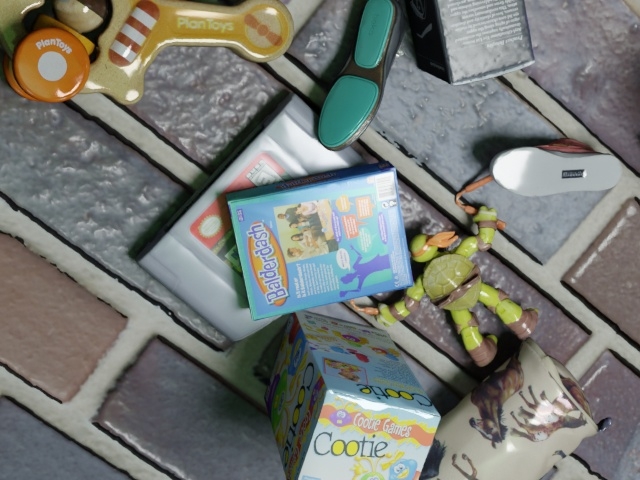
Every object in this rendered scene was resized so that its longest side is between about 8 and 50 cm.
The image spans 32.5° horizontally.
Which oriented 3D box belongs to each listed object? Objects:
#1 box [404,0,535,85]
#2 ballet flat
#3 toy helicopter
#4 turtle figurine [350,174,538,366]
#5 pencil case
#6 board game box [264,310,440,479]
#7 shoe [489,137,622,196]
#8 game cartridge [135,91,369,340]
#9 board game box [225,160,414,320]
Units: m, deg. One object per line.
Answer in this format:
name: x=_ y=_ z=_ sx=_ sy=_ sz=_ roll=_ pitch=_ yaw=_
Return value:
box: x=0.165 y=-0.303 z=1.309 sx=0.108 sy=0.153 sz=0.207 roll=-16 pitch=109 yaw=-5
ballet flat: x=0.058 y=-0.201 z=1.360 sx=0.074 sy=0.074 sz=0.203 roll=19 pitch=92 yaw=-14
toy helicopter: x=-0.202 y=-0.275 z=1.288 sx=0.355 sy=0.140 sz=0.235 roll=0 pitch=97 yaw=-21
turtle figurine: x=0.192 y=0.052 z=1.449 sx=0.269 sy=0.087 sz=0.217 roll=-43 pitch=108 yaw=4
pencil case: x=0.194 y=0.324 z=1.489 sx=0.410 sy=0.160 sz=0.183 roll=-44 pitch=138 yaw=5
board game box: x=0.029 y=0.209 z=1.368 sx=0.144 sy=0.275 sz=0.142 roll=15 pitch=103 yaw=-13
shoe: x=0.294 y=-0.097 z=1.426 sx=0.178 sy=0.081 sz=0.063 roll=0 pitch=106 yaw=-13
game cartridge: x=-0.066 y=-0.018 z=1.405 sx=0.196 sy=0.060 sz=0.294 roll=41 pitch=96 yaw=-22
board game box: x=0.000 y=0.000 z=1.368 sx=0.210 sy=0.047 sz=0.160 roll=-11 pitch=107 yaw=-6
